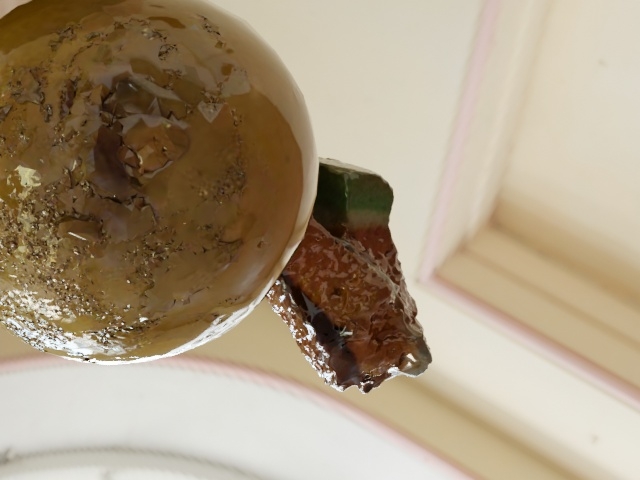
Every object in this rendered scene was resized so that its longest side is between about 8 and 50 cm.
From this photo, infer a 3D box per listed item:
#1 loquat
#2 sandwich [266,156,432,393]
[{"bbox_3d":[-0.117,-0.040,0.931,0.235,0.235,0.235,-47,-25,-30],"label":"loquat"},{"bbox_3d":[0.000,0.000,1.433,0.162,0.301,0.250,-38,-4,-15],"label":"sandwich"}]
